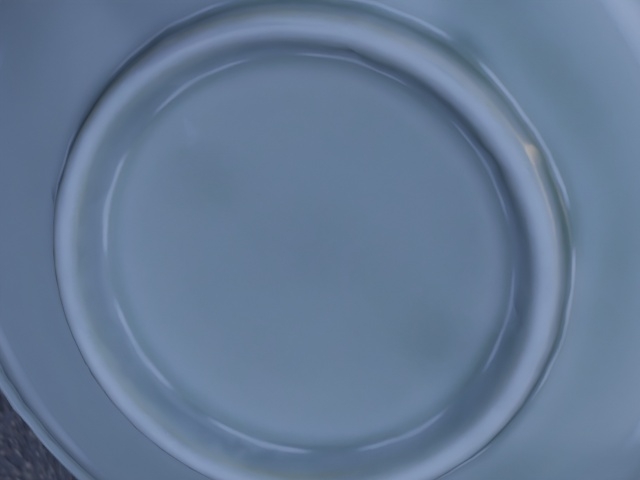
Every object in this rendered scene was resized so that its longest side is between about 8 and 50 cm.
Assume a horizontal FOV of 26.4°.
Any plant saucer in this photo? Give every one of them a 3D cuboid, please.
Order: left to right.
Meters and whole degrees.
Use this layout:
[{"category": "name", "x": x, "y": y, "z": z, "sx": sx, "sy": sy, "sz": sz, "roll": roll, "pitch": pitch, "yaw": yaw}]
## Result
[{"category": "plant saucer", "x": 0.000, "y": 0.000, "z": 0.596, "sx": 0.400, "sy": 0.100, "sz": 0.401, "roll": 4, "pitch": 109, "yaw": 11}]
